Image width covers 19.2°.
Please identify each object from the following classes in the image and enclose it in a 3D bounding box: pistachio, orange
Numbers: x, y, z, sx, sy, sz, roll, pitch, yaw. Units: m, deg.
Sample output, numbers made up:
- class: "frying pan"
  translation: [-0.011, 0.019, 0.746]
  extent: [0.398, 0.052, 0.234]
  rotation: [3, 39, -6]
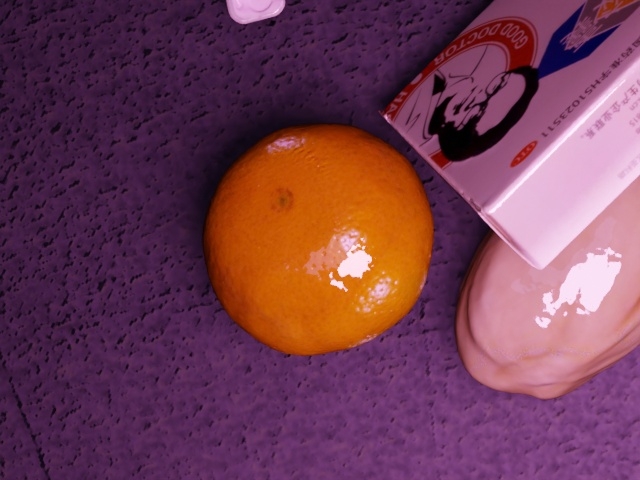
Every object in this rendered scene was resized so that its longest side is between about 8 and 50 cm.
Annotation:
- class: "pistachio"
  translation: [0.172, 0.002, 1.212]
  extent: [0.136, 0.136, 0.226]
  rotation: [35, 87, 13]
- class: "orange"
  translation: [0.000, 0.000, 1.242]
  extent: [0.156, 0.124, 0.156]
  rotation: [-9, 63, 19]

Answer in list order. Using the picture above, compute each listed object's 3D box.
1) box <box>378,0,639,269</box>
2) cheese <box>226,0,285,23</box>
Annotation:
- class: "box"
  translation: [0.207, -0.156, 1.176]
  extent: [0.353, 0.214, 0.069]
  rotation: [-46, 115, 4]
- class: "cheese"
  translation: [-0.070, -0.276, 1.323]
  extent: [0.127, 0.050, 0.255]
  rotation: [-12, 82, 10]
